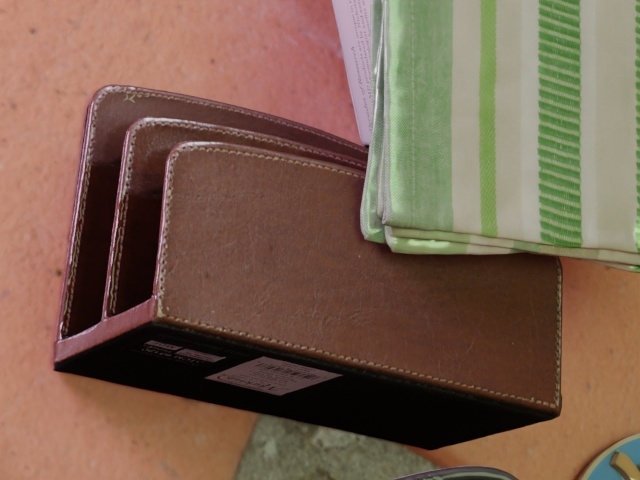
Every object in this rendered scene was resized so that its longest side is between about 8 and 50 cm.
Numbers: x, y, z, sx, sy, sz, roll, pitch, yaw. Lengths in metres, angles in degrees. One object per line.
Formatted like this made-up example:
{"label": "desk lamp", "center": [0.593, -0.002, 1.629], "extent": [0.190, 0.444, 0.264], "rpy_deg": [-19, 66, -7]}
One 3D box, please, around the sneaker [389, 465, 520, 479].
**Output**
{"label": "sneaker", "center": [-0.007, 0.224, 1.157], "extent": [0.295, 0.178, 0.124], "rpy_deg": [-26, 93, -5]}

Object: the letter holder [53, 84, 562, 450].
{"label": "letter holder", "center": [0.000, 0.000, 1.238], "extent": [0.302, 0.152, 0.214], "rpy_deg": [15, 68, -28]}

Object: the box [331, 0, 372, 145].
{"label": "box", "center": [0.113, -0.171, 1.326], "extent": [0.181, 0.119, 0.182], "rpy_deg": [-17, 103, -22]}

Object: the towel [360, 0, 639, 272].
{"label": "towel", "center": [0.172, -0.101, 1.250], "extent": [0.325, 0.038, 0.248], "rpy_deg": [6, 80, -30]}

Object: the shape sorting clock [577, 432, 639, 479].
{"label": "shape sorting clock", "center": [0.269, 0.246, 1.407], "extent": [0.206, 0.040, 0.206], "rpy_deg": [9, 73, -30]}
